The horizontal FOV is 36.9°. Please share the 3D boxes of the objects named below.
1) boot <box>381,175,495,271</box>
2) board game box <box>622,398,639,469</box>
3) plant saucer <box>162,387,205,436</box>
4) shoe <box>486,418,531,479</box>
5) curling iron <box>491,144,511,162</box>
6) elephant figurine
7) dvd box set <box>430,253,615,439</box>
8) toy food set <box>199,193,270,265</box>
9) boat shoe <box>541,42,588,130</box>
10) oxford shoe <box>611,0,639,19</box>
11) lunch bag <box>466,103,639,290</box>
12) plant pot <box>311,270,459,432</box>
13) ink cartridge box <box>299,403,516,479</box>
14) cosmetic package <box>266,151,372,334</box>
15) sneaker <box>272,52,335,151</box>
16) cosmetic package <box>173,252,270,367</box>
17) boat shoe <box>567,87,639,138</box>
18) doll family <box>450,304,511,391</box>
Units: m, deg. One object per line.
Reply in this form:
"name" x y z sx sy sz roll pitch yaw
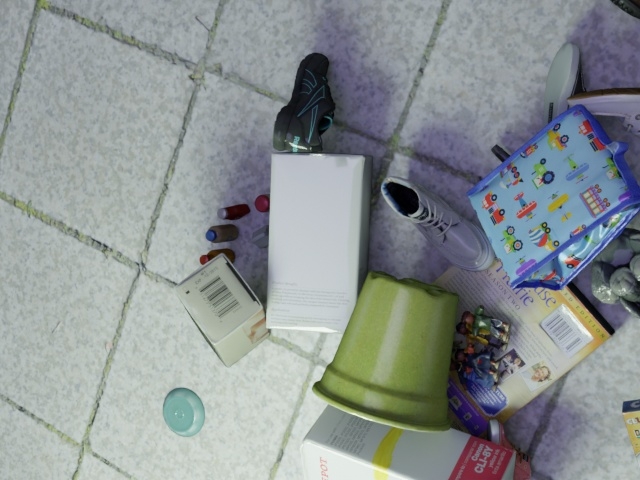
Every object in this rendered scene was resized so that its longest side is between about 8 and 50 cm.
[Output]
"boot" 0.220 -0.034 1.876 0.258 0.123 0.095 41 104 35
"board game box" 0.692 0.354 1.742 0.243 0.042 0.165 -13 108 25
"plant saucer" -0.329 0.409 2.268 0.119 0.021 0.119 2 95 25
"shoe" 0.371 0.418 1.882 0.081 0.063 0.178 -4 125 5
"curling iron" 0.440 -0.097 1.849 0.274 0.035 0.068 43 137 18
"elephant figurine" 0.605 0.089 1.738 0.169 0.239 0.186 -16 48 49
"dvd box set" 0.325 0.198 1.918 0.420 0.062 0.307 -45 75 22
"toy food set" -0.168 -0.028 2.107 0.232 0.104 0.111 -27 83 25
"boat shoe" 0.468 -0.260 1.810 0.070 0.078 0.219 4 101 -17
"oxford shoe" 0.536 -0.503 1.748 0.096 0.083 0.227 -39 79 19
"lunch bag" 0.431 -0.083 1.706 0.293 0.138 0.221 -50 49 39
"plant pot" 0.147 0.200 1.835 0.276 0.276 0.254 15 93 23
"ink cartridge box" 0.173 0.488 1.899 0.384 0.160 0.279 16 134 23
"cosmetic package" 0.000 0.000 1.985 0.197 0.155 0.365 5 95 11
"sneaker" -0.015 -0.277 1.971 0.106 0.101 0.267 13 56 9
"cosmetic package" -0.201 0.154 2.024 0.129 0.296 0.153 -36 78 -11
"boat shoe" 0.584 -0.224 1.721 0.277 0.098 0.096 2 107 11
"doll family" 0.301 0.211 1.857 0.111 0.076 0.193 16 104 19
